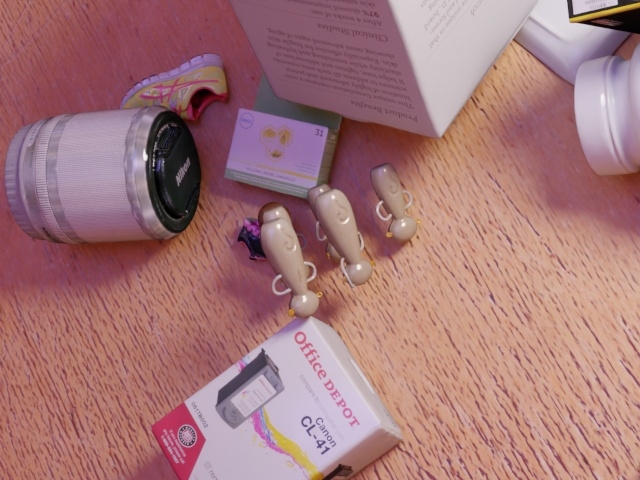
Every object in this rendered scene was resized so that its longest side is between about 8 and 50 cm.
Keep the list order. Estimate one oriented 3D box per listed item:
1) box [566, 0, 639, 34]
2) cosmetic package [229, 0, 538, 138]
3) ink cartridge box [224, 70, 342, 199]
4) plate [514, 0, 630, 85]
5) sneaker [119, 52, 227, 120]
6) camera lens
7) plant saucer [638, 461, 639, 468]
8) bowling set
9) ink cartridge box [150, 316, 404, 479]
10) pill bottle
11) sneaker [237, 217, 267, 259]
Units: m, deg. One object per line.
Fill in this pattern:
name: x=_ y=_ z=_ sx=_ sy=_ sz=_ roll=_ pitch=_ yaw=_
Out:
box: x=0.525 y=-0.348 z=1.644 sx=0.257 sy=0.322 sz=0.079 roll=-9 pitch=88 yaw=38
cosmetic package: x=0.074 y=-0.420 z=1.754 sx=0.329 sy=0.394 sz=0.327 roll=19 pitch=61 yaw=34
ink cartridge box: x=-0.050 y=-0.196 z=1.956 sx=0.171 sy=0.056 sz=0.235 roll=15 pitch=96 yaw=23
plate: x=0.401 y=-0.425 z=1.901 sx=0.277 sy=0.045 sz=0.278 roll=-47 pitch=64 yaw=2
sneaker: x=-0.251 y=-0.239 z=2.055 sx=0.208 sy=0.081 sz=0.094 roll=-27 pitch=69 yaw=10
camera lens: x=-0.350 y=-0.106 z=1.972 sx=0.274 sy=0.219 sz=0.219 roll=-3 pitch=73 yaw=18
plant saucer: x=0.565 y=0.295 z=1.625 sx=0.188 sy=0.045 sz=0.188 roll=37 pitch=89 yaw=25
bowling set: x=0.000 y=0.000 z=1.863 sx=0.287 sy=0.200 sz=0.154 roll=-27 pitch=102 yaw=-28
ink cartridge box: x=-0.067 y=0.289 z=1.804 sx=0.306 sy=0.131 sz=0.226 roll=-38 pitch=66 yaw=7
pill bottle: x=0.574 y=-0.201 z=1.652 sx=0.407 sy=0.229 sz=0.229 roll=-7 pitch=71 yaw=31
sneaker: x=-0.091 y=0.015 z=1.947 sx=0.119 sy=0.047 sz=0.057 roll=41 pitch=110 yaw=27
